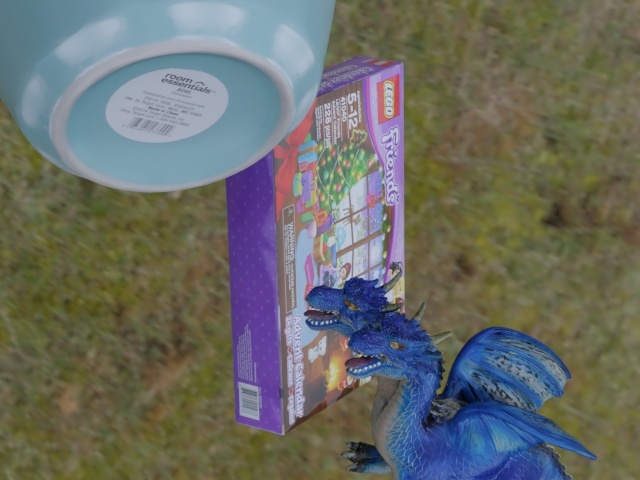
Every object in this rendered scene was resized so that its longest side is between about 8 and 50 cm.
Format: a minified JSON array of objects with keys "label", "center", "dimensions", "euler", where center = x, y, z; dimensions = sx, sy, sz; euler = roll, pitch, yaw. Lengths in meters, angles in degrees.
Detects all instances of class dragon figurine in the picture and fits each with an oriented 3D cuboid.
[{"label":"dragon figurine","center":[0.108,0.112,1.064],"dimensions":[0.289,0.085,0.144],"euler":[19,124,-21]}]

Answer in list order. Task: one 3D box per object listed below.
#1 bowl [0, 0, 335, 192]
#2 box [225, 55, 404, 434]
[{"label":"bowl","center":[-0.119,-0.150,1.321],"dimensions":[0.312,0.163,0.311],"euler":[-10,149,-6]},{"label":"box","center":[0.000,0.000,1.574],"dimensions":[0.201,0.057,0.293],"euler":[-27,122,-50]}]
